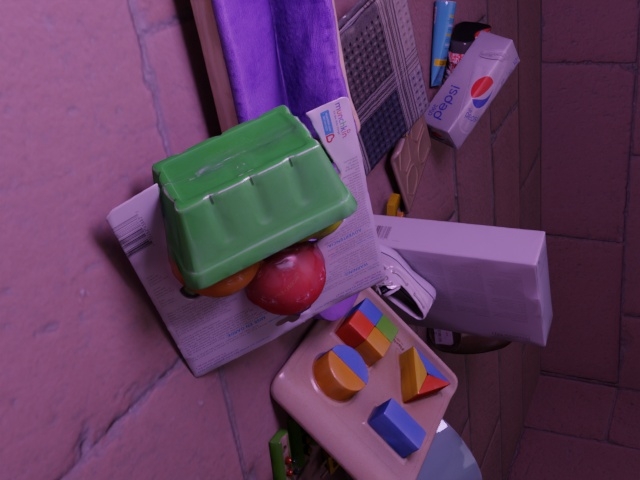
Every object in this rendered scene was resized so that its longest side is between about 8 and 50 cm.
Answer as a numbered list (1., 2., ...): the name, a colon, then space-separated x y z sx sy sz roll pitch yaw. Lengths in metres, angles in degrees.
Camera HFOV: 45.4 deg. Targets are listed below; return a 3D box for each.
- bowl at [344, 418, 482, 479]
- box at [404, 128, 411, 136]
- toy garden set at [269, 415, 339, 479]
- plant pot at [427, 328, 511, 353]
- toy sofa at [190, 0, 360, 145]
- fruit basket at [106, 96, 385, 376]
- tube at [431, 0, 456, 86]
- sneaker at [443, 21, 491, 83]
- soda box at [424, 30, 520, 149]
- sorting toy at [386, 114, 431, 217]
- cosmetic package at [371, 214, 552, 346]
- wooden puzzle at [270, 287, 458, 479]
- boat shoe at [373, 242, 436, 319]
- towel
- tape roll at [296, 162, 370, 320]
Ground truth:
1. bowl: 0.168 0.487 1.618 0.163 0.312 0.311 -36 130 -31
2. box: 0.149 -0.298 1.619 0.169 0.059 0.054 66 37 -46
3. toy garden set: -0.007 0.400 1.464 0.244 0.049 0.203 -42 132 -54
4. plant pot: 0.408 0.234 2.147 0.230 0.215 0.215 -14 109 -47
5. toy sofa: -0.072 -0.263 1.039 0.150 0.177 0.362 -53 141 -48
6. fruit basket: -0.078 0.006 1.029 0.327 0.165 0.353 -27 142 -10
7. tube: 0.301 -0.492 1.914 0.080 0.052 0.207 -21 120 -56
8. sneaker: 0.389 -0.493 2.052 0.270 0.090 0.144 -52 151 -55
9. soda box: 0.372 -0.374 1.898 0.286 0.098 0.091 -54 144 -5
10. sorting toy: 0.192 -0.168 1.766 0.229 0.041 0.307 69 37 -54
11. cosmetic package: 0.290 0.085 1.632 0.097 0.378 0.284 -63 148 -35
12. wooden puzzle: 0.110 0.265 1.435 0.322 0.080 0.348 46 42 -4
13. boat shoe: 0.145 0.080 1.563 0.226 0.083 0.075 33 52 -15
14. towel: 0.085 -0.289 1.442 0.312 0.056 0.324 -48 141 -24
15. tape roll: 0.000 0.000 1.347 0.275 0.090 0.274 -26 119 -60
